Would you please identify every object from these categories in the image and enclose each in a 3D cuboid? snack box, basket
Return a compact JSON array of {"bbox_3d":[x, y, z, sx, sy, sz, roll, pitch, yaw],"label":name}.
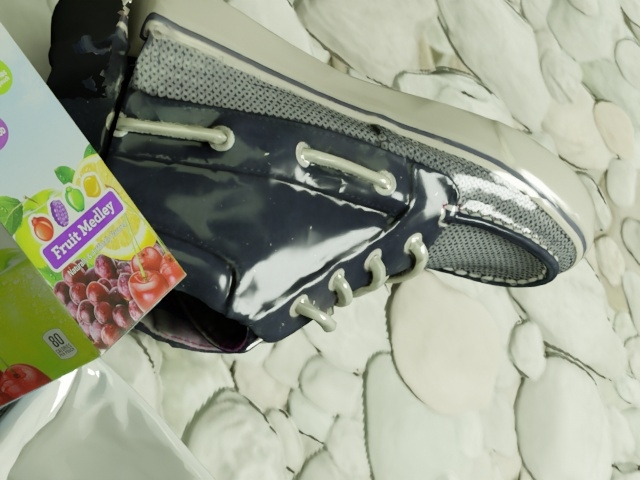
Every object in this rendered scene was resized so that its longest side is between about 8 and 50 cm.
[{"bbox_3d":[-0.182,-0.024,0.699,0.207,0.174,0.070,54,40,-9],"label":"snack box"},{"bbox_3d":[-0.103,0.147,0.749,0.167,0.103,0.113,50,44,-14],"label":"basket"}]

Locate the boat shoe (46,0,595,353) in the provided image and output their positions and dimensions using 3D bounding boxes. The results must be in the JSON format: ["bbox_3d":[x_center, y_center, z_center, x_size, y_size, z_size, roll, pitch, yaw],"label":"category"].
[{"bbox_3d":[0.000,0.000,0.923,0.340,0.127,0.158,21,63,-28],"label":"boat shoe"}]
